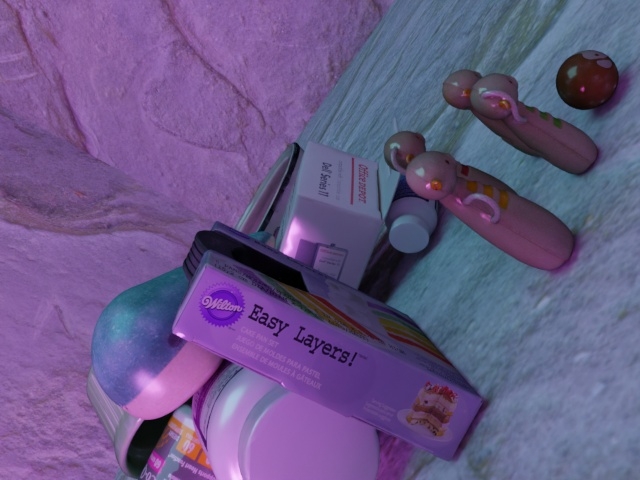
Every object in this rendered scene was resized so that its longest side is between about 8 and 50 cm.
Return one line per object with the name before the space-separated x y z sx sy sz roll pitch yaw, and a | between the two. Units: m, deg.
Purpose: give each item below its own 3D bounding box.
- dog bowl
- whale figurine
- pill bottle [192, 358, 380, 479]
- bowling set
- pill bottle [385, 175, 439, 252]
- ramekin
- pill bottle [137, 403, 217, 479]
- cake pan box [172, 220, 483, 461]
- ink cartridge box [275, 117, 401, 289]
dog bowl | -0.096 -0.002 1.432 0.408 0.150 0.408 -56 14 21
whale figurine | -0.167 0.081 0.804 0.272 0.141 0.216 -54 10 -29
pill bottle | -0.045 0.202 0.715 0.169 0.169 0.301 -63 12 -11
bowling set | 0.162 -0.113 0.623 0.200 0.154 0.287 -59 13 7
pill bottle | 0.118 -0.041 0.842 0.067 0.067 0.120 -51 16 39
ramekin | -0.223 0.222 1.062 0.303 0.148 0.303 -35 -29 -23
pill bottle | -0.188 0.382 0.900 0.279 0.162 0.162 -64 12 -13
cake pan box | -0.009 0.077 0.623 0.070 0.266 0.246 -62 10 4
ink cartridge box | 0.000 0.000 0.921 0.207 0.119 0.354 -84 12 -63
